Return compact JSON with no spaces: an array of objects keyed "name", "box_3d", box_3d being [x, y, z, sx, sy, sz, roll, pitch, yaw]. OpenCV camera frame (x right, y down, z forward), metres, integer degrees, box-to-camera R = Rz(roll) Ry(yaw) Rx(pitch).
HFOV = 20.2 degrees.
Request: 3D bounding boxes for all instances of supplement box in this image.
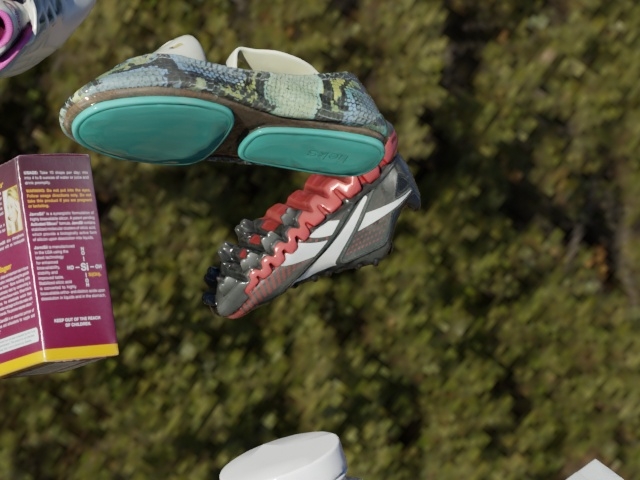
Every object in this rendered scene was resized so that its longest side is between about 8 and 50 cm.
[{"name":"supplement box","box_3d":[-0.254,0.024,1.629,0.081,0.104,0.188,-3,80,-39]}]

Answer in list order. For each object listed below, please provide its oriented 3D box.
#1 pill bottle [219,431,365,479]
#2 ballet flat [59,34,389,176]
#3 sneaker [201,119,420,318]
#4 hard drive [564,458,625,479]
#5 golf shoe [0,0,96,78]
[{"name":"pill bottle","box_3d":[0.006,0.362,1.778,0.181,0.181,0.323,-33,108,-56]},{"name":"ballet flat","box_3d":[-0.051,-0.071,0.910,0.188,0.070,0.070,8,41,-37]},{"name":"sneaker","box_3d":[0.000,0.000,1.900,0.135,0.276,0.097,52,-13,-25]},{"name":"hard drive","box_3d":[0.251,0.391,2.167,0.040,0.307,0.203,55,-5,-12]},{"name":"golf shoe","box_3d":[-0.290,-0.198,1.647,0.306,0.140,0.115,-39,114,-41]}]
